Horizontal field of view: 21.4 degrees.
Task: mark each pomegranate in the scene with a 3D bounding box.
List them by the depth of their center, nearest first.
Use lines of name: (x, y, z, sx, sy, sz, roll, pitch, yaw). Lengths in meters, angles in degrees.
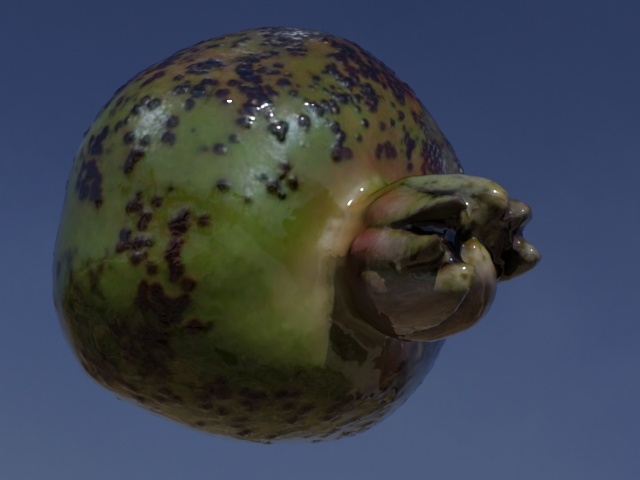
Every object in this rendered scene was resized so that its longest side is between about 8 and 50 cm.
pomegranate: (0.000, 0.000, 1.044, 0.285, 0.285, 0.340, 33, -19, -37)
